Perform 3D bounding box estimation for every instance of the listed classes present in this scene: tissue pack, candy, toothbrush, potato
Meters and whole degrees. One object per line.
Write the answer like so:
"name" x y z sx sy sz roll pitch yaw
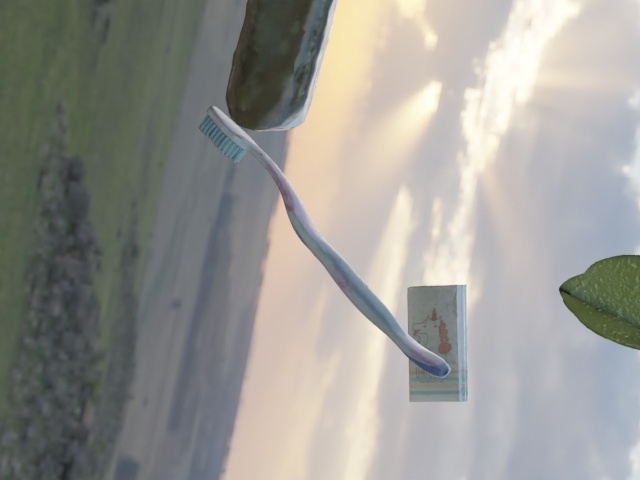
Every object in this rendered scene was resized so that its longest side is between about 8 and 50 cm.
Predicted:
"tissue pack" 0.108 0.094 1.336 0.023 0.056 0.108 7 82 -57
"candy" -0.040 -0.242 1.695 0.104 0.102 0.234 -66 170 -71
"toothbrush" 0.000 0.000 1.057 0.027 0.269 0.021 -51 161 27
"potato" 0.436 0.076 2.117 0.120 0.149 0.081 -54 159 -22
